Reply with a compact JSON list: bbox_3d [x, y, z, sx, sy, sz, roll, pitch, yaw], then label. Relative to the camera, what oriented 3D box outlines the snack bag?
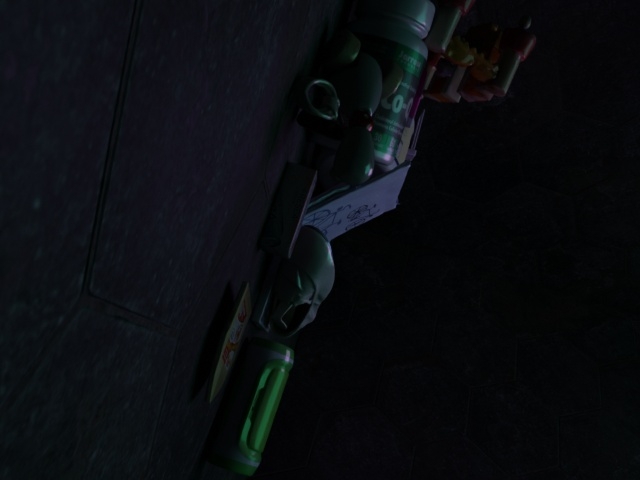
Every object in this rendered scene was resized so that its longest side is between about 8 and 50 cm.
[{"bbox_3d":[0.061,-0.077,1.506,0.343,0.037,0.323,-26,165,-8],"label":"snack bag"}]

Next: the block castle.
[{"bbox_3d":[0.319,-0.533,1.605,0.212,0.303,0.453,-66,-153,0],"label":"block castle"}]

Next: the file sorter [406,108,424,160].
[{"bbox_3d":[0.224,-0.413,2.204,0.193,0.278,0.173,-12,115,-86],"label":"file sorter"}]

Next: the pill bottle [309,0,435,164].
[{"bbox_3d":[0.120,-0.367,1.358,0.204,0.204,0.360,-46,153,-82],"label":"pill bottle"}]

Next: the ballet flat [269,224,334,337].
[{"bbox_3d":[-0.057,0.122,1.420,0.400,0.139,0.139,104,5,-56],"label":"ballet flat"}]

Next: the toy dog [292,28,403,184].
[{"bbox_3d":[0.041,-0.245,1.156,0.161,0.220,0.333,-29,-158,45],"label":"toy dog"}]

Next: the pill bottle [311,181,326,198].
[{"bbox_3d":[0.004,-0.087,1.737,0.108,0.108,0.180,102,6,-58],"label":"pill bottle"}]

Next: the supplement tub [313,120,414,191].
[{"bbox_3d":[0.133,-0.285,1.700,0.235,0.236,0.324,103,6,-54],"label":"supplement tub"}]

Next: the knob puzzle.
[{"bbox_3d":[-0.168,0.182,1.038,0.213,0.030,0.213,18,90,-87],"label":"knob puzzle"}]

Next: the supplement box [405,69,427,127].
[{"bbox_3d":[0.149,-0.391,1.547,0.111,0.220,0.113,103,6,-55],"label":"supplement box"}]

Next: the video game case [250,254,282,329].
[{"bbox_3d":[-0.120,0.124,1.533,0.285,0.025,0.204,94,14,-77],"label":"video game case"}]

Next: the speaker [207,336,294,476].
[{"bbox_3d":[-0.159,0.382,1.401,0.131,0.131,0.296,98,11,-71],"label":"speaker"}]

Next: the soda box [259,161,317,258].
[{"bbox_3d":[-0.062,-0.060,1.199,0.058,0.063,0.183,94,14,-74],"label":"soda box"}]
